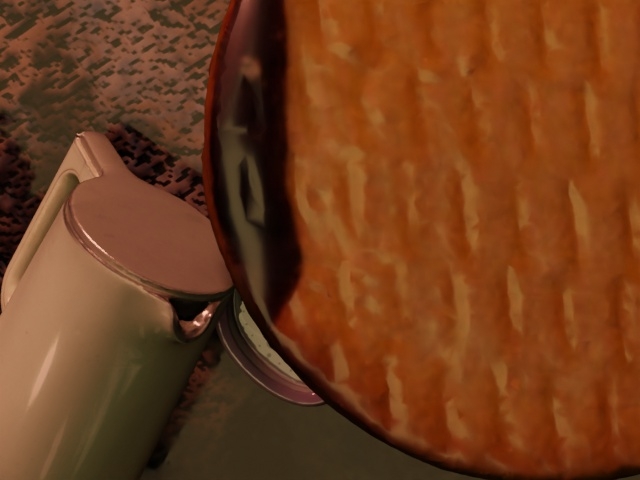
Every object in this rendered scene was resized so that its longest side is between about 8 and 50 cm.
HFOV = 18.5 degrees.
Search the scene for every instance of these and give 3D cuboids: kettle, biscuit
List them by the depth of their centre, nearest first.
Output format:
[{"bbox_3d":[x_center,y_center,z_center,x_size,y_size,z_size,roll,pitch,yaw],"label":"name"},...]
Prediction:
[{"bbox_3d":[0.103,-0.047,0.891,0.317,0.040,0.318,0,88,-8],"label":"biscuit"},{"bbox_3d":[-0.107,0.046,0.929,0.098,0.127,0.148,24,115,-10],"label":"kettle"}]

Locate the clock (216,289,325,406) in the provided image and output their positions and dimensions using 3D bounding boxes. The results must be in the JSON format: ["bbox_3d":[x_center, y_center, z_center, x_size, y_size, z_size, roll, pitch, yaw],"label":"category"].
[{"bbox_3d":[0.000,0.000,0.941,0.110,0.050,0.153,33,99,2],"label":"clock"}]
